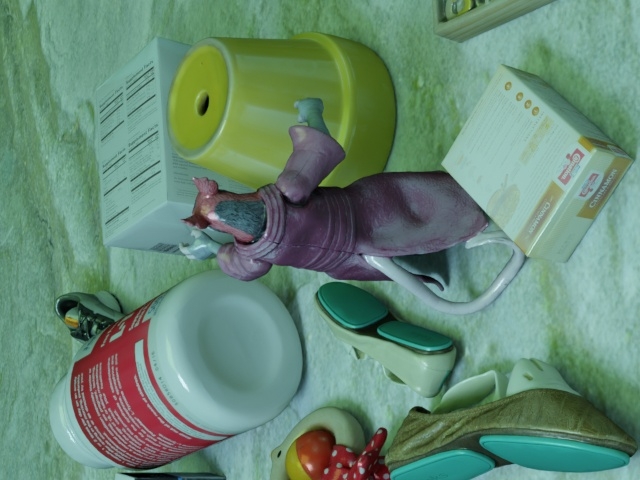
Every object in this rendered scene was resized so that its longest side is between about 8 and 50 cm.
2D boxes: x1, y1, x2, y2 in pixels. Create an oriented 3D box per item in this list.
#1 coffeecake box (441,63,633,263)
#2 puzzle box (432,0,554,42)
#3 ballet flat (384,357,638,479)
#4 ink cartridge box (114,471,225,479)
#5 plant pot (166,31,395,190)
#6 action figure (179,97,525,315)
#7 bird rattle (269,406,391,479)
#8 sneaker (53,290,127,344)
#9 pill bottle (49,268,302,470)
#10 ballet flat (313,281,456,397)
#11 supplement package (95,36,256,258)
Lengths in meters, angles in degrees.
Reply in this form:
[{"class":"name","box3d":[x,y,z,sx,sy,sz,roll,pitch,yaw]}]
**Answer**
[{"class":"coffeecake box","box3d":[0.238,-0.088,1.321,0.142,0.068,0.185,-61,42,24]},{"class":"puzzle box","box3d":[0.279,-0.421,1.349,0.409,0.052,0.272,-18,68,49]},{"class":"ballet flat","box3d":[0.203,0.199,1.298,0.342,0.116,0.124,-25,44,51]},{"class":"ink cartridge box","box3d":[-0.235,0.510,1.729,0.065,0.165,0.332,0,83,51]},{"class":"plant pot","box3d":[-0.067,-0.168,1.591,0.254,0.239,0.254,-13,73,51]},{"class":"action figure","box3d":[0.000,0.000,1.363,0.275,0.370,0.248,53,126,38]},{"class":"bird rattle","box3d":[-0.004,0.302,1.515,0.253,0.143,0.207,-51,30,29]},{"class":"sneaker","box3d":[-0.373,0.158,2.024,0.271,0.108,0.100,24,100,50]},{"class":"pill bottle","box3d":[-0.230,0.209,1.730,0.408,0.229,0.229,-30,60,45]},{"class":"ballet flat","box3d":[0.074,0.129,1.488,0.248,0.086,0.086,28,105,50]},{"class":"supplement package","box3d":[-0.206,-0.133,1.791,0.198,0.199,0.262,-28,62,47]}]
